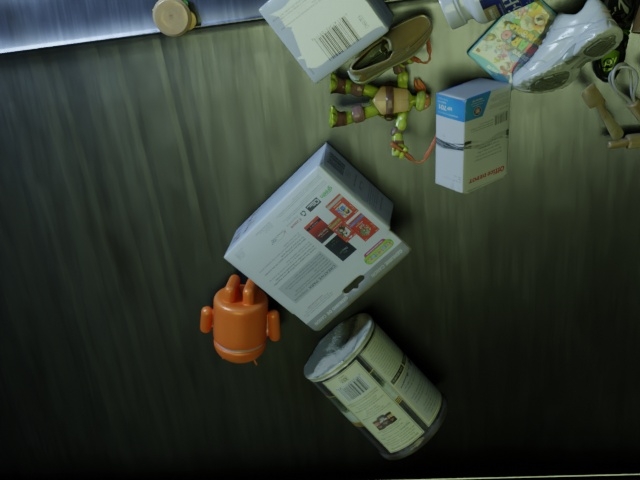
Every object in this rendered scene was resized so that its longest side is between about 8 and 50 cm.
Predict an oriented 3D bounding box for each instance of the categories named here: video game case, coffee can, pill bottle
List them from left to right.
[{"bbox_3d":[0.126,0.329,1.954,0.202,0.201,0.275,-36,106,23],"label":"coffee can"},{"bbox_3d":[0.313,-0.463,1.577,0.187,0.112,0.112,-21,111,19],"label":"pill bottle"},{"bbox_3d":[0.382,-0.384,1.661,0.119,0.015,0.166,39,116,-11],"label":"video game case"}]

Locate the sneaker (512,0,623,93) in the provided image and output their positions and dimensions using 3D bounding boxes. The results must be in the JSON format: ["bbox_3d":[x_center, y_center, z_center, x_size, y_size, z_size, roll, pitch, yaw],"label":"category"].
[{"bbox_3d":[0.452,-0.363,1.611,0.090,0.115,0.232,12,148,-39],"label":"sneaker"}]

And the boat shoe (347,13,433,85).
[{"bbox_3d":[0.134,-0.365,1.627,0.190,0.072,0.068,-40,79,0],"label":"boat shoe"}]

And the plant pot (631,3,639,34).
[{"bbox_3d":[0.678,-0.472,1.473,0.237,0.237,0.254,8,102,5],"label":"plant pot"}]

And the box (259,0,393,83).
[{"bbox_3d":[0.014,-0.431,1.637,0.181,0.119,0.182,-33,107,22],"label":"box"}]

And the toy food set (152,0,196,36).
[{"bbox_3d":[-0.297,-0.452,1.732,0.083,0.020,0.082,-23,110,20],"label":"toy food set"}]

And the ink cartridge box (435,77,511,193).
[{"bbox_3d":[0.298,-0.207,1.686,0.082,0.140,0.190,26,128,42],"label":"ink cartridge box"}]

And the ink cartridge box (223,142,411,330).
[{"bbox_3d":[0.000,0.000,1.850,0.272,0.130,0.309,42,115,-14],"label":"ink cartridge box"}]

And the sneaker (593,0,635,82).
[{"bbox_3d":[0.547,-0.383,1.599,0.067,0.078,0.188,3,117,7],"label":"sneaker"}]

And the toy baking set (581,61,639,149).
[{"bbox_3d":[0.616,-0.259,1.641,0.256,0.030,0.196,-11,127,-1],"label":"toy baking set"}]

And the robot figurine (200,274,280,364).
[{"bbox_3d":[-0.185,0.188,1.976,0.158,0.128,0.219,-13,121,-29],"label":"robot figurine"}]

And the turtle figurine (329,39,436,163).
[{"bbox_3d":[0.127,-0.290,1.708,0.218,0.087,0.269,1,101,-2],"label":"turtle figurine"}]
